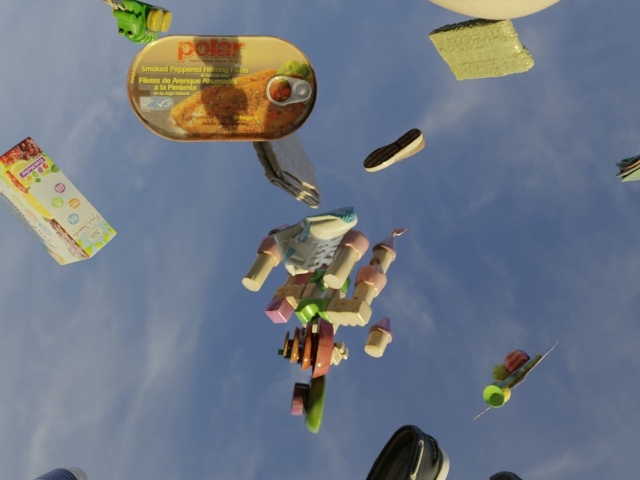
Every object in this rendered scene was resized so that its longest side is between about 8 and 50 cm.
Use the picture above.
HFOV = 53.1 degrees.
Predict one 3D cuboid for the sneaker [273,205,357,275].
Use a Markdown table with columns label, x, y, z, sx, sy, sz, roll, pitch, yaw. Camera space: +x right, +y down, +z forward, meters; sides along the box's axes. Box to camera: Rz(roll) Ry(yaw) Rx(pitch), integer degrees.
| label | x | y | z | sx | sy | sz | roll | pitch | yaw |
| --- | --- | --- | --- | --- | --- | --- | --- | --- | --- |
| sneaker | 0.000 | 0.000 | 1.167 | 0.228 | 0.087 | 0.092 | -27 | -100 | 57 |

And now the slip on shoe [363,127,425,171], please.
| label | x | y | z | sx | sy | sz | roll | pitch | yaw |
| --- | --- | --- | --- | --- | --- | --- | --- | --- | --- |
| slip on shoe | 0.153 | -0.177 | 1.311 | 0.135 | 0.041 | 0.051 | -35 | -133 | 3 |

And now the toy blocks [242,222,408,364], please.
| label | x | y | z | sx | sy | sz | roll | pitch | yaw |
| --- | --- | --- | --- | --- | --- | --- | --- | --- | --- |
| toy blocks | 0.039 | 0.085 | 1.445 | 0.288 | 0.309 | 0.260 | -5 | -139 | 36 |

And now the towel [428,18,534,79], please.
| label | x | y | z | sx | sy | sz | roll | pitch | yaw |
| --- | --- | --- | --- | --- | --- | --- | --- | --- | --- |
| towel | 0.245 | -0.296 | 0.986 | 0.148 | 0.110 | 0.027 | 7 | -120 | 50 |

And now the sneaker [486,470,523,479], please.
| label | x | y | z | sx | sy | sz | roll | pitch | yaw |
| --- | --- | --- | --- | --- | --- | --- | --- | --- | --- |
| sneaker | 0.228 | 0.353 | 0.762 | 0.094 | 0.258 | 0.091 | 6 | -127 | 15 |

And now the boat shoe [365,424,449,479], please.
| label | x | y | z | sx | sy | sz | roll | pitch | yaw |
| --- | --- | --- | --- | --- | --- | --- | --- | --- | --- |
| boat shoe | 0.084 | 0.423 | 0.975 | 0.114 | 0.091 | 0.302 | -2 | -132 | 51 |

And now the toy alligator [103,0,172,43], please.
| label | x | y | z | sx | sy | sz | roll | pitch | yaw |
| --- | --- | --- | --- | --- | --- | --- | --- | --- | --- |
| toy alligator | -0.233 | -0.273 | 0.803 | 0.056 | 0.190 | 0.051 | 18 | -73 | 0 |

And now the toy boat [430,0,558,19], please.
| label | x | y | z | sx | sy | sz | roll | pitch | yaw |
| --- | --- | --- | --- | --- | --- | --- | --- | --- | --- |
| toy boat | 0.139 | -0.249 | 0.395 | 0.231 | 0.151 | 0.151 | -32 | -119 | -9 |

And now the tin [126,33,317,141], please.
| label | x | y | z | sx | sy | sz | roll | pitch | yaw |
| --- | --- | --- | --- | --- | --- | --- | --- | --- | --- |
| tin | -0.099 | -0.158 | 0.657 | 0.040 | 0.189 | 0.106 | -105 | -164 | -62 |

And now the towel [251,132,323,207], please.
| label | x | y | z | sx | sy | sz | roll | pitch | yaw |
| --- | --- | --- | --- | --- | --- | --- | --- | --- | --- |
| towel | -0.089 | -0.205 | 1.335 | 0.049 | 0.187 | 0.282 | -34 | -118 | 16 |

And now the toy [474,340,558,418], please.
| label | x | y | z | sx | sy | sz | roll | pitch | yaw |
| --- | --- | --- | --- | --- | --- | --- | --- | --- | --- |
| toy | 0.377 | 0.258 | 1.268 | 0.056 | 0.237 | 0.137 | 47 | -58 | 15 |

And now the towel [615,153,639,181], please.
| label | x | y | z | sx | sy | sz | roll | pitch | yaw |
| --- | --- | --- | --- | --- | --- | --- | --- | --- | --- |
| towel | 0.682 | -0.190 | 0.987 | 0.370 | 0.271 | 0.040 | 126 | -44 | -66 |

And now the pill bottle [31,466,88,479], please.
| label | x | y | z | sx | sy | sz | roll | pitch | yaw |
| --- | --- | --- | --- | --- | --- | --- | --- | --- | --- |
| pill bottle | -0.393 | 0.373 | 0.939 | 0.067 | 0.120 | 0.067 | -1 | -94 | 9 |

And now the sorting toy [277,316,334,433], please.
| label | x | y | z | sx | sy | sz | roll | pitch | yaw |
| --- | --- | --- | --- | --- | --- | --- | --- | --- | --- |
| sorting toy | -0.016 | 0.106 | 0.526 | 0.042 | 0.061 | 0.102 | 7 | -69 | -2 |

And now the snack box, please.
| label | x | y | z | sx | sy | sz | roll | pitch | yaw |
| --- | --- | --- | --- | --- | --- | --- | --- | --- | --- |
| snack box | -0.465 | -0.059 | 1.088 | 0.174 | 0.207 | 0.070 | -9 | -147 | 52 |
